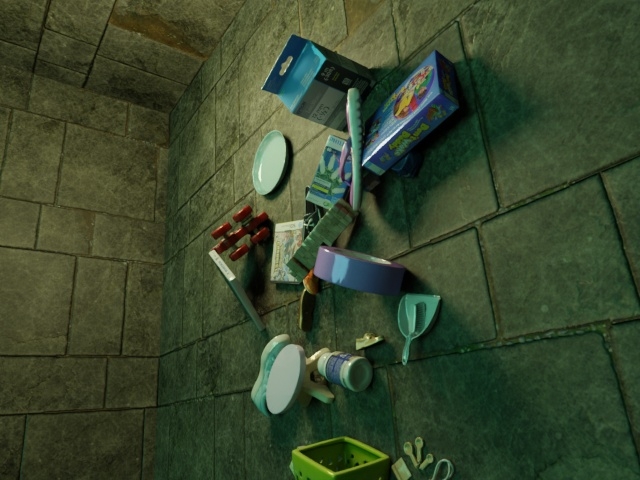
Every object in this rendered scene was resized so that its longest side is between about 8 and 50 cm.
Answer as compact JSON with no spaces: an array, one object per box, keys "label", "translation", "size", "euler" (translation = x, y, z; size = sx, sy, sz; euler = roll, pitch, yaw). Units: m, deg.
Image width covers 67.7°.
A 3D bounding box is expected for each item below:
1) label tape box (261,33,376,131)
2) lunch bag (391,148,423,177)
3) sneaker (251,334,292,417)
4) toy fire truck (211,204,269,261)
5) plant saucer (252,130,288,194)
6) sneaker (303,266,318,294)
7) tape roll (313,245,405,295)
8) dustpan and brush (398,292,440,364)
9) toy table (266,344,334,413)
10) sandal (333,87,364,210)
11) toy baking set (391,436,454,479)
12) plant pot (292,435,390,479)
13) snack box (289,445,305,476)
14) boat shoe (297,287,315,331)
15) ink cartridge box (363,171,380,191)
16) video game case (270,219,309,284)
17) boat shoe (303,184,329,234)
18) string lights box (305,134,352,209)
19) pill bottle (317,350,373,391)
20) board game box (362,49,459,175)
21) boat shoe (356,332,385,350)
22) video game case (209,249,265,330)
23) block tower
[{"label":"label tape box","translation":[-0.006,-0.576,1.780],"size":[0.249,0.348,0.115],"euler":[-51,44,36]},{"label":"lunch bag","translation":[0.280,-0.248,1.533],"size":[0.098,0.065,0.067],"euler":[-64,27,6]},{"label":"sneaker","translation":[-0.167,0.555,1.925],"size":[0.150,0.135,0.365],"euler":[41,123,43]},{"label":"toy fire truck","translation":[-0.391,-0.036,2.299],"size":[0.302,0.169,0.254],"euler":[-40,11,-13]},{"label":"plant saucer","translation":[-0.238,-0.376,2.329],"size":[0.318,0.044,0.317],"euler":[-19,66,51]},{"label":"sneaker","translation":[-0.032,0.127,1.883],"size":[0.067,0.064,0.175],"euler":[-35,54,50]},{"label":"tape roll","translation":[0.121,0.092,1.489],"size":[0.275,0.275,0.090],"euler":[21,99,55]},{"label":"dustpan and brush","translation":[0.275,0.262,1.412],"size":[0.147,0.060,0.211],"euler":[-3,79,55]},{"label":"toy table","translation":[-0.075,0.510,1.761],"size":[0.274,0.161,0.252],"euler":[-60,39,25]},{"label":"sandal","translation":[0.097,-0.308,1.645],"size":[0.169,0.102,0.415],"euler":[6,-96,-80]},{"label":"toy baking set","translation":[0.287,0.667,1.316],"size":[0.256,0.030,0.196],"euler":[21,99,55]},{"label":"plant pot","translation":[0.060,0.753,1.459],"size":[0.227,0.228,0.207],"euler":[-2,86,54]},{"label":"snack box","translation":[-0.055,0.845,1.753],"size":[0.141,0.037,0.100],"euler":[41,116,51]},{"label":"boat shoe","translation":[-0.066,0.270,1.895],"size":[0.060,0.064,0.177],"euler":[5,88,53]},{"label":"ink cartridge box","translation":[0.183,-0.216,1.696],"size":[0.083,0.028,0.048],"euler":[-40,51,44]},{"label":"video game case","translation":[-0.134,0.052,2.074],"size":[0.248,0.035,0.274],"euler":[-5,77,54]},{"label":"boat shoe","translation":[-0.021,-0.077,1.887],"size":[0.108,0.102,0.301],"euler":[-21,65,51]},{"label":"string lights box","translation":[0.056,-0.251,1.790],"size":[0.133,0.077,0.259],"euler":[24,106,11]},{"label":"pill bottle","translation":[0.076,0.434,1.606],"size":[0.187,0.112,0.111],"euler":[-2,80,54]},{"label":"board game box","translation":[0.272,-0.397,1.513],"size":[0.347,0.078,0.233],"euler":[-40,32,43]},{"label":"boat shoe","translation":[0.159,0.328,1.570],"size":[0.135,0.050,0.045],"euler":[-33,61,47]},{"label":"video game case","translation":[-0.384,0.228,2.200],"size":[0.300,0.036,0.328],"euler":[38,157,52]},{"label":"block tower","translation":[0.000,0.000,1.769],"size":[0.335,0.091,0.097],"euler":[-51,-2,19]}]
